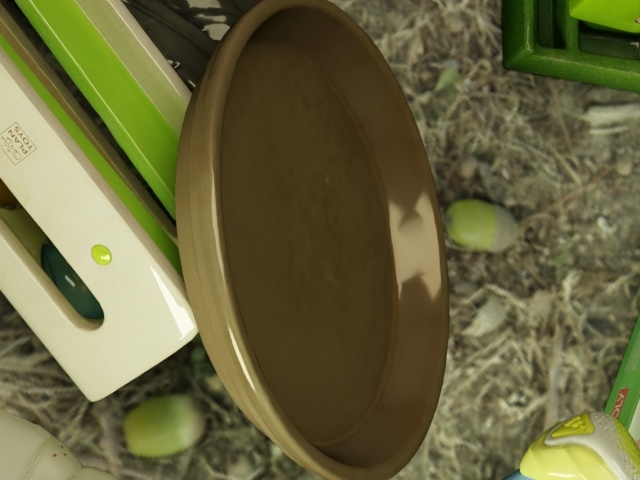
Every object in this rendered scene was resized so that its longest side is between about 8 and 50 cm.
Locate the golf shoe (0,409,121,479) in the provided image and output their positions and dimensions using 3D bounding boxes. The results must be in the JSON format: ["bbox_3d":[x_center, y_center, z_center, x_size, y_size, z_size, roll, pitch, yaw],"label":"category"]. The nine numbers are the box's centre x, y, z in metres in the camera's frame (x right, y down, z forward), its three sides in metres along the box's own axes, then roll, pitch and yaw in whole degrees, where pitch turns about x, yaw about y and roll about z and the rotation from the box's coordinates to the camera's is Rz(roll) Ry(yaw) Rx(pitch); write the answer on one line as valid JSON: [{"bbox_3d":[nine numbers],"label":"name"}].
[{"bbox_3d":[-0.234,0.198,0.736,0.140,0.115,0.306,40,48,9],"label":"golf shoe"}]

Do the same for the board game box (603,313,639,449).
[{"bbox_3d":[0.276,0.168,0.945,0.214,0.046,0.317,28,70,-8],"label":"board game box"}]

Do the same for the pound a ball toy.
[{"bbox_3d":[-0.191,-0.058,0.773,0.319,0.136,0.208,52,33,-8],"label":"pound a ball toy"}]

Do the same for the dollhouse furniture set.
[{"bbox_3d":[0.224,-0.270,0.959,0.151,0.197,0.301,5,75,-14],"label":"dollhouse furniture set"}]

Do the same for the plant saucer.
[{"bbox_3d":[0.000,0.000,0.826,0.278,0.041,0.277,28,57,-56],"label":"plant saucer"}]

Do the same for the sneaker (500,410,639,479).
[{"bbox_3d":[0.165,0.215,0.843,0.126,0.091,0.240,-27,100,12],"label":"sneaker"}]

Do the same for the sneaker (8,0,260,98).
[{"bbox_3d":[-0.113,-0.171,0.894,0.286,0.109,0.130,50,59,-8],"label":"sneaker"}]
